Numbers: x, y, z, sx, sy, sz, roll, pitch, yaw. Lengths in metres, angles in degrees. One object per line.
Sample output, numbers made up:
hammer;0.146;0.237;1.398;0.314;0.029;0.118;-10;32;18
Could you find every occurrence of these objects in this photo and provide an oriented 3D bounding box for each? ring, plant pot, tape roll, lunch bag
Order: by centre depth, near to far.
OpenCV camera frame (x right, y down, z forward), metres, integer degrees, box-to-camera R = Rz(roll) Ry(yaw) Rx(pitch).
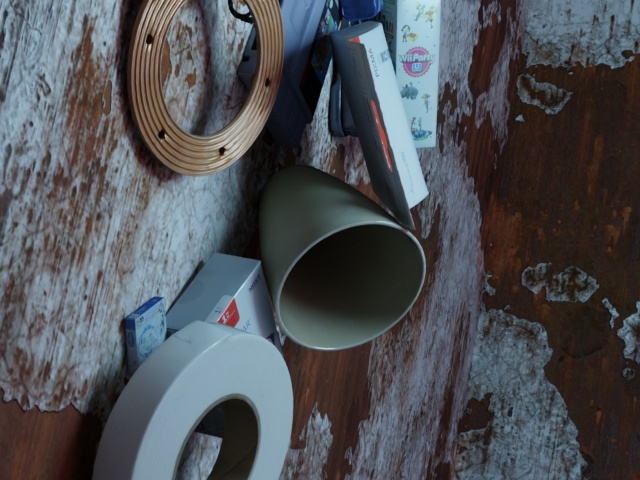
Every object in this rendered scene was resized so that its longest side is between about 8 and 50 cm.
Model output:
ring;-0.165;-0.260;1.827;0.337;0.032;0.336;-28;125;-48
tape roll;-0.175;0.309;1.828;0.392;0.072;0.392;-32;131;-48
plant pot;0.000;0.000;2.093;0.274;0.257;0.256;-123;-164;-48
lunch bag;0.072;-0.453;2.299;0.065;0.067;0.098;-55;140;-64

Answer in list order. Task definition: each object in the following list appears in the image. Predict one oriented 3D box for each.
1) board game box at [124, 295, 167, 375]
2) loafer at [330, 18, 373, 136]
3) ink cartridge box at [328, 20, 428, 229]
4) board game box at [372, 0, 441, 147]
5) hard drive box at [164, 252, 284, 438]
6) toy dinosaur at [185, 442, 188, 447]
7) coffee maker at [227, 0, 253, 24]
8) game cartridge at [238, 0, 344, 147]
board game box;-0.251;0.138;1.823;0.090;0.020;0.090;-41;133;-62
loafer;0.080;-0.349;2.452;0.109;0.095;0.302;-21;115;-68
ink cartridge box;0.116;-0.203;2.106;0.385;0.091;0.308;-124;-163;-76
board game box;0.153;-0.352;2.495;0.224;0.098;0.303;-134;-139;-65
hard drive box;-0.150;0.167;1.981;0.181;0.089;0.232;-56;146;-41
toy dinosaur;-0.238;0.340;1.870;0.118;0.064;0.268;30;72;-64
coffee maker;-0.093;-0.457;1.968;0.178;0.120;0.171;-52;168;-52
game cartridge;-0.037;-0.365;2.195;0.230;0.068;0.355;56;44;-54
